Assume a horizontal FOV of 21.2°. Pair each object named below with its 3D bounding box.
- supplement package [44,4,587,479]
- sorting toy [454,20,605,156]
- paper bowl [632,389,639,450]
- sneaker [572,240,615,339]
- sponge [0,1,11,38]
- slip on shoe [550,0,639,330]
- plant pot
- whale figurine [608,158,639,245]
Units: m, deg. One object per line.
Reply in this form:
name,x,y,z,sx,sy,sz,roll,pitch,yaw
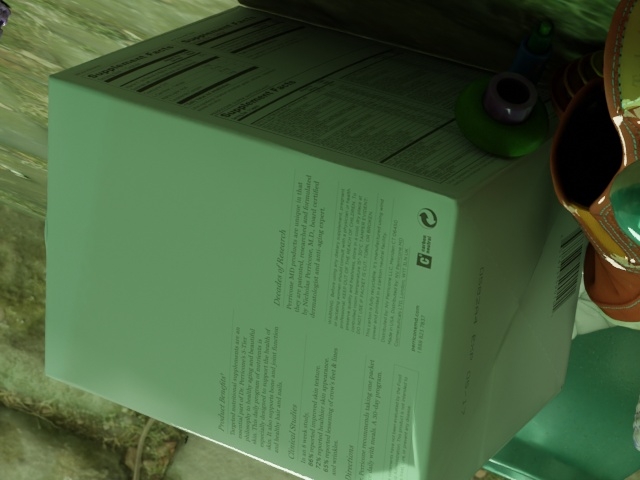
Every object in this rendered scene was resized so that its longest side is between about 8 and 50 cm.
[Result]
supplement package,0.000,0.000,1.013,0.263,0.199,0.198,18,-152,27
sorting toy,0.120,-0.083,0.897,0.102,0.061,0.042,-10,148,-20
paper bowl,0.326,0.073,0.952,0.284,0.148,0.284,12,172,2
sneaker,0.198,-0.005,1.174,0.115,0.105,0.281,-12,166,0
sponge,-0.333,-0.218,1.324,0.117,0.031,0.210,20,172,18
slip on shoe,0.162,-0.039,0.831,0.101,0.123,0.331,12,165,4
plant pot,0.195,0.115,1.495,0.293,0.196,0.293,22,171,4
whale figurine,0.246,0.005,0.610,0.272,0.141,0.216,-8,158,23
